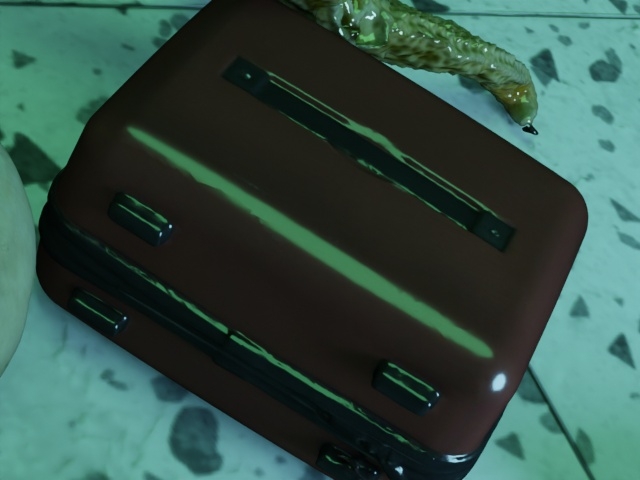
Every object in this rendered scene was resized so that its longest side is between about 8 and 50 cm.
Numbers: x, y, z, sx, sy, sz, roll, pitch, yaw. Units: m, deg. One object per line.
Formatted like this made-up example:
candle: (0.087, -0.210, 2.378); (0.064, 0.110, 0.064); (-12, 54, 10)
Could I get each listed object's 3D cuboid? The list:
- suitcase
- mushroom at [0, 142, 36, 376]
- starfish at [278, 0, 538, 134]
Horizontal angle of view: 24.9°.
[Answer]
suitcase: (0.000, 0.000, 0.886); (0.297, 0.161, 0.236); (31, 41, 2)
mushroom: (-0.264, -0.004, 0.718); (0.246, 0.202, 0.246); (8, 49, -9)
starfish: (-0.031, -0.199, 1.059); (0.324, 0.082, 0.432); (32, 12, 27)
